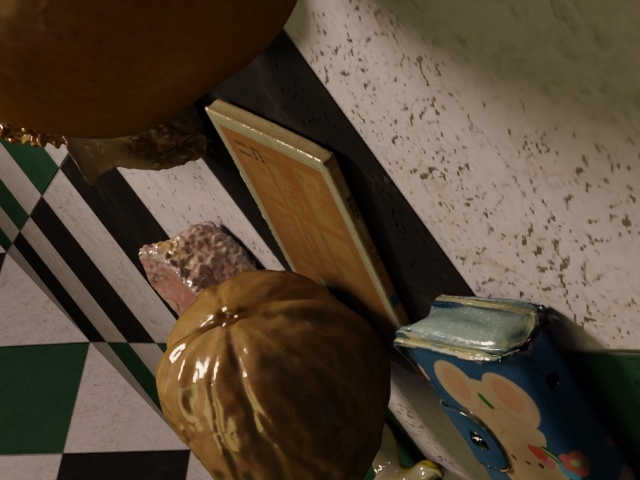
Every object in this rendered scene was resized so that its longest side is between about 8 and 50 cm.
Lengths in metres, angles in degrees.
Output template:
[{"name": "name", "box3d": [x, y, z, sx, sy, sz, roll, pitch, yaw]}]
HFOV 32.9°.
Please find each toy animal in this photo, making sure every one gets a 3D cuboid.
[{"name": "toy animal", "box3d": [0.080, 0.263, 1.106, 0.219, 0.095, 0.155, 50, 166, -1]}]

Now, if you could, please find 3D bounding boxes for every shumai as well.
[{"name": "shumai", "box3d": [-0.178, -0.105, 0.972, 0.145, 0.116, 0.145, 43, 159, 21]}]

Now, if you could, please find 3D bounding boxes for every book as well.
[{"name": "book", "box3d": [0.001, -0.001, 0.904, 0.170, 0.018, 0.241, 30, 154, 47]}]

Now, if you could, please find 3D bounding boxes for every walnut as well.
[{"name": "walnut", "box3d": [-0.034, 0.130, 0.930, 0.213, 0.213, 0.213, 45, 161, 20]}]

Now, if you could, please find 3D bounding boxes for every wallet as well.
[{"name": "wallet", "box3d": [0.144, 0.127, 0.743, 0.202, 0.059, 0.141, 56, 155, -19]}]

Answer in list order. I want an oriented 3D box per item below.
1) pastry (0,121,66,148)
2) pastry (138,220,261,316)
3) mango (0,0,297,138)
[{"name": "pastry", "box3d": [-0.339, -0.218, 1.077, 0.310, 0.162, 0.255, 56, 159, -19]}, {"name": "pastry", "box3d": [-0.080, 0.088, 1.138, 0.265, 0.112, 0.103, 54, 155, 15]}, {"name": "mango", "box3d": [-0.177, -0.202, 0.524, 0.378, 0.221, 0.264, 33, 142, -1]}]
